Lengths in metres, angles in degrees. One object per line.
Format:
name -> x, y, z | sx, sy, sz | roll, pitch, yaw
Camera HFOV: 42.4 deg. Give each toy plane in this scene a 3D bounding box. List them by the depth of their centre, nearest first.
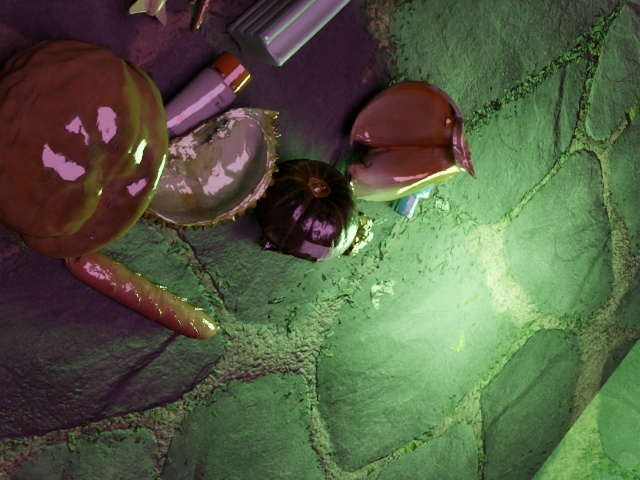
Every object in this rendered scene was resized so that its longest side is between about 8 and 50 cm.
toy plane -> -0.293, -0.543, 1.598 | 0.229, 0.092, 0.244 | 1, 119, -62

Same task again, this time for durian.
durian -> -0.238, -0.137, 1.742 | 0.394, 0.163, 0.198 | -26, 148, -20

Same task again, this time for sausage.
sausage -> -0.380, 0.128, 1.825 | 0.433, 0.088, 0.088 | 34, 86, -40

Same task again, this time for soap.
soap -> -0.053, -0.498, 1.770 | 0.265, 0.160, 0.087 | -46, 129, -13

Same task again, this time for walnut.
walnut -> -0.455, -0.177, 1.492 | 0.384, 0.384, 0.383 | -14, 115, -32

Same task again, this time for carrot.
carrot -> -0.215, -0.548, 1.708 | 0.049, 0.049, 0.254 | 19, 99, -39

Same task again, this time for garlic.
garlic -> 0.210, -0.228, 2.030 | 0.313, 0.249, 0.286 | -10, 127, 13

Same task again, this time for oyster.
oyster -> 0.001, -0.003, 2.066 | 0.345, 0.079, 0.128 | -6, 119, -37

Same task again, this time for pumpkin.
pumpkin -> -0.040, -0.067, 1.915 | 0.260, 0.260, 0.189 | 3, 141, -37

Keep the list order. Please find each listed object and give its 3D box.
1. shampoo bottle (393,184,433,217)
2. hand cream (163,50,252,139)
shampoo bottle -> 0.267, -0.184, 2.188 | 0.104, 0.061, 0.258 | 22, 93, -35
hand cream -> -0.286, -0.268, 1.743 | 0.314, 0.089, 0.139 | -47, 141, -2
